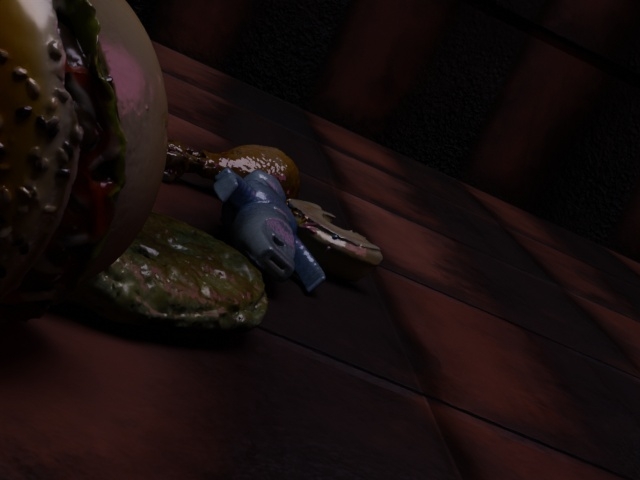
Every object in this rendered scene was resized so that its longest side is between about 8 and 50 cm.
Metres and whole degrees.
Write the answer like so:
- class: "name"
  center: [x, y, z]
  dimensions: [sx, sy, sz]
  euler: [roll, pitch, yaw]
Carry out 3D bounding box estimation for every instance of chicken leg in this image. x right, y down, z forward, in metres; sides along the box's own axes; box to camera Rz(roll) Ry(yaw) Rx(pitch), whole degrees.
- class: "chicken leg"
  center: [-0.137, -0.102, 1.567]
  dimensions: [0.251, 0.087, 0.107]
  euler: [10, 27, -36]

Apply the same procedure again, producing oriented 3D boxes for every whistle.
- class: "whistle"
  center: [-0.073, -0.019, 1.319]
  dimensions: [0.180, 0.093, 0.269]
  euler: [48, 4, -24]

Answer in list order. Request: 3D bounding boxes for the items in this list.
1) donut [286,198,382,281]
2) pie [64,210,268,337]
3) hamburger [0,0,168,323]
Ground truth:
- class: "donut"
  center: [-0.005, -0.002, 1.447]
  dimensions: [0.108, 0.065, 0.166]
  euler: [13, 18, -44]
- class: "pie"
  center: [-0.206, 0.000, 1.032]
  dimensions: [0.323, 0.070, 0.323]
  euler: [24, 11, -5]
- class: "hamburger"
  center: [-0.251, -0.086, 0.774]
  dimensions: [0.300, 0.300, 0.176]
  euler: [32, 21, 26]
